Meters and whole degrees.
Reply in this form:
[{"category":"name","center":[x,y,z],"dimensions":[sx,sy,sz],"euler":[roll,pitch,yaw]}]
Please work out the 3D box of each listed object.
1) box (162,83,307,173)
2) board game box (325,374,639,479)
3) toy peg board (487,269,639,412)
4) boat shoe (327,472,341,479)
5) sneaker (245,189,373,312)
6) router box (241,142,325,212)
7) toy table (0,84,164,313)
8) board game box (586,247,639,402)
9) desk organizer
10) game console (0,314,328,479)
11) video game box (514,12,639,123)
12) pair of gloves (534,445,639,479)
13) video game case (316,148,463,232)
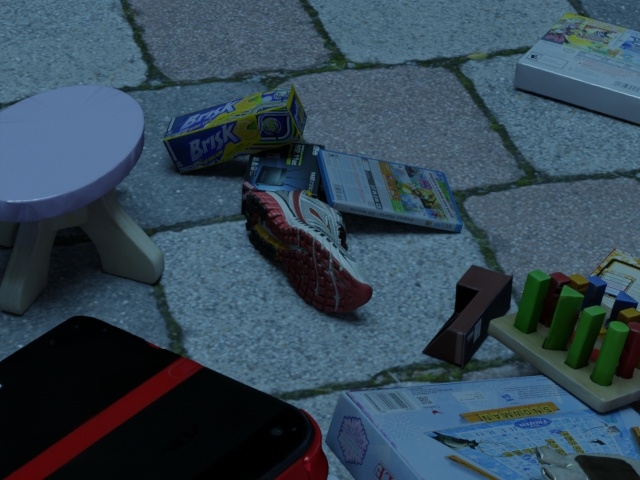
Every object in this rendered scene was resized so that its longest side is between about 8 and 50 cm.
[{"category":"box","center":[-0.106,-0.138,2.089],"dimensions":[0.169,0.054,0.059],"euler":[-15,30,18]},{"category":"board game box","center":[0.217,0.241,1.541],"dimensions":[0.319,0.066,0.318],"euler":[-1,31,-33]},{"category":"toy peg board","center":[0.287,0.085,1.722],"dimensions":[0.161,0.079,0.161],"euler":[-13,37,-41]},{"category":"boat shoe","center":[0.054,0.306,1.507],"dimensions":[0.076,0.083,0.226],"euler":[-42,51,-10]},{"category":"sneaker","center":[0.000,0.000,1.923],"dimensions":[0.093,0.088,0.225],"euler":[-14,38,-25]},{"category":"router box","center":[-0.045,-0.076,2.073],"dimensions":[0.092,0.038,0.122],"euler":[5,34,2]},{"category":"toy table","center":[-0.298,-0.047,1.902],"dimensions":[0.252,0.161,0.274],"euler":[20,37,24]},{"category":"board game box","center":[0.344,0.092,1.854],"dimensions":[0.147,0.045,0.193],"euler":[23,39,26]},{"category":"desk organizer","center":[0.162,0.081,1.855],"dimensions":[0.050,0.047,0.130],"euler":[17,36,23]},{"category":"game console","center":[-0.220,0.213,1.453],"dimensions":[0.342,0.060,0.386],"euler":[19,36,34]},{"category":"video game box","center":[0.397,-0.240,2.343],"dimensions":[0.205,0.048,0.187],"euler":[20,40,22]},{"category":"pair of gloves","center":[0.303,0.259,1.437],"dimensions":[0.204,0.042,0.240],"euler":[7,30,-23]},{"category":"video game case","center":[0.083,-0.061,2.048],"dimensions":[0.166,0.015,0.119],"euler":[10,32,-16]}]
